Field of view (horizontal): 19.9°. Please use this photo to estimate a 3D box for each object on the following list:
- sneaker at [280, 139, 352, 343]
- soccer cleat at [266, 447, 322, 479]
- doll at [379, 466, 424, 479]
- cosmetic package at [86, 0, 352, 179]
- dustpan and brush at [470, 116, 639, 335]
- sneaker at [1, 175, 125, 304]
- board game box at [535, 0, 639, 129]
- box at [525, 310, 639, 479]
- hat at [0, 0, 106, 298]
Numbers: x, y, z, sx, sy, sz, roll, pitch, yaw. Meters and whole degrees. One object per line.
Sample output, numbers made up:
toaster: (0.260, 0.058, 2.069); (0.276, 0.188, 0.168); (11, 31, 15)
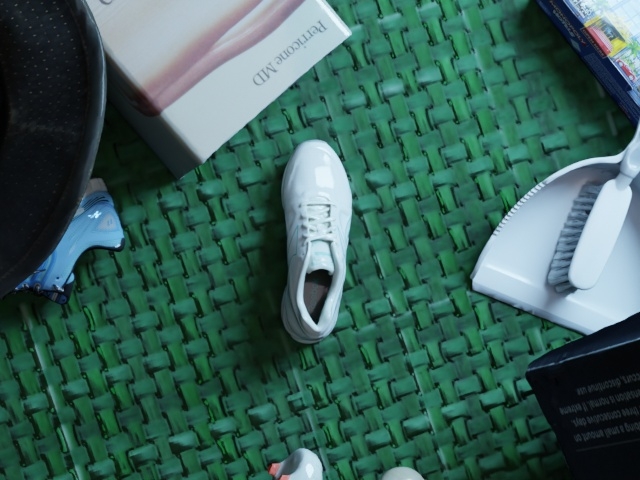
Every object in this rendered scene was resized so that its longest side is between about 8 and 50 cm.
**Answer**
sneaker: (0.000, 0.000, 1.347); (0.054, 0.061, 0.152); (0, 87, -8)
soccer cleat: (-0.031, 0.248, 1.335); (0.076, 0.068, 0.196); (20, 92, -14)
doll: (0.062, 0.263, 1.357); (0.129, 0.046, 0.189); (-1, 89, -11)
cosmetic package: (-0.135, -0.204, 1.295); (0.153, 0.129, 0.296); (-43, 96, -10)
dustpan and brush: (0.219, -0.033, 1.373); (0.147, 0.060, 0.211); (22, 92, -9)
sneaker: (-0.210, 0.021, 1.309); (0.162, 0.063, 0.073); (-33, 97, -9)
board game box: (0.300, -0.175, 1.406); (0.194, 0.060, 0.194); (-40, 95, -8)
box: (0.477, 0.200, 1.251); (0.480, 0.297, 0.471); (-22, 88, -21)
hat: (-0.293, -0.083, 1.261); (0.331, 0.134, 0.331); (0, 91, 8)
